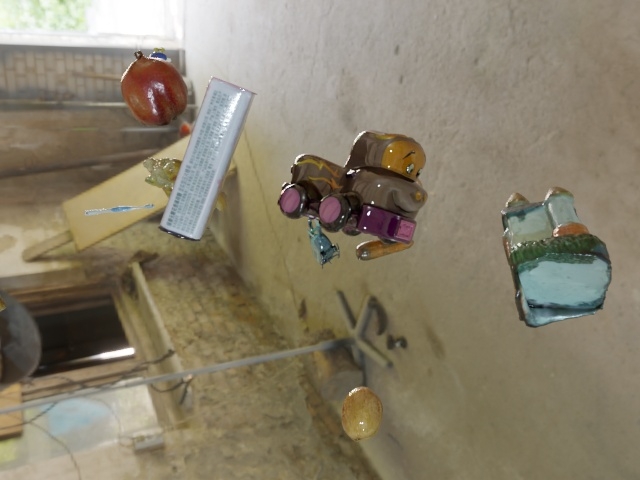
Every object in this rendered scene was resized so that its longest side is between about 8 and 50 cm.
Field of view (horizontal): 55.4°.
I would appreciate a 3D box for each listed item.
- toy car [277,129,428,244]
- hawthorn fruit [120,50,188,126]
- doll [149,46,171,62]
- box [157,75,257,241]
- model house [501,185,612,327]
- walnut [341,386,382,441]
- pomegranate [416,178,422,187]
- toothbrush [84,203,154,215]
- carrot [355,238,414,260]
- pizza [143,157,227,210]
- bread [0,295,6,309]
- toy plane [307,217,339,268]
[{"bbox_3d":[0.078,-0.127,1.361,0.341,0.271,0.240,17,92,37],"label":"toy car"},{"bbox_3d":[-0.431,-0.385,1.550,0.169,0.169,0.188,13,138,60],"label":"hawthorn fruit"},{"bbox_3d":[-0.602,-0.650,2.252,0.057,0.099,0.142,80,-169,-67],"label":"doll"},{"bbox_3d":[-0.257,-0.185,1.410,0.190,0.112,0.369,-96,26,-76],"label":"box"},{"bbox_3d":[0.464,-0.003,1.271,0.253,0.185,0.291,57,-158,-48],"label":"model house"},{"bbox_3d":[0.139,0.574,2.036,0.144,0.144,0.180,126,164,-52],"label":"walnut"},{"bbox_3d":[0.200,-0.134,1.759,0.191,0.191,0.191,23,116,58],"label":"pomegranate"},{"bbox_3d":[-0.462,-0.071,1.401,0.017,0.162,0.014,51,-147,-82],"label":"toothbrush"},{"bbox_3d":[0.193,0.018,1.827,0.060,0.186,0.060,166,90,-76],"label":"carrot"},{"bbox_3d":[-0.404,-0.158,1.781,0.223,0.323,0.089,13,77,20],"label":"pizza"},{"bbox_3d":[-1.011,0.142,1.669,0.269,0.270,0.148,-58,7,50],"label":"bread"},{"bbox_3d":[0.000,0.000,1.625,0.096,0.060,0.235,50,163,26],"label":"toy plane"}]
